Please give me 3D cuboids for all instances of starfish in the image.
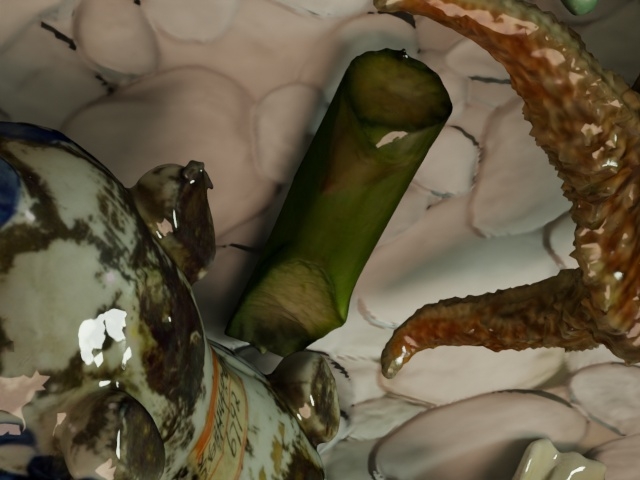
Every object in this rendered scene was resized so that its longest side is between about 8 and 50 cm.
[{"bbox_3d":[0.154,-0.001,0.510,0.301,0.084,0.293,8,156,12],"label":"starfish"}]

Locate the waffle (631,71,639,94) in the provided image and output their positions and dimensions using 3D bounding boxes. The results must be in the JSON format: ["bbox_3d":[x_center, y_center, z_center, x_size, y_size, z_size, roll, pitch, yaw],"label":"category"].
[{"bbox_3d":[0.312,-0.071,0.491,0.348,0.077,0.304,17,152,-14],"label":"waffle"}]

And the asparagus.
[{"bbox_3d":[0.000,0.000,0.612,0.041,0.045,0.178,-22,154,-35],"label":"asparagus"}]

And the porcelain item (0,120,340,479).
[{"bbox_3d":[-0.107,0.071,0.598,0.186,0.138,0.288,-2,146,21],"label":"porcelain item"}]

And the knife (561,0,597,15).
[{"bbox_3d":[0.124,-0.153,0.451,0.030,0.014,0.207,15,116,-37],"label":"knife"}]

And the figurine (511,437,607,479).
[{"bbox_3d":[0.081,0.235,0.830,0.274,0.226,0.394,-54,137,3],"label":"figurine"}]
